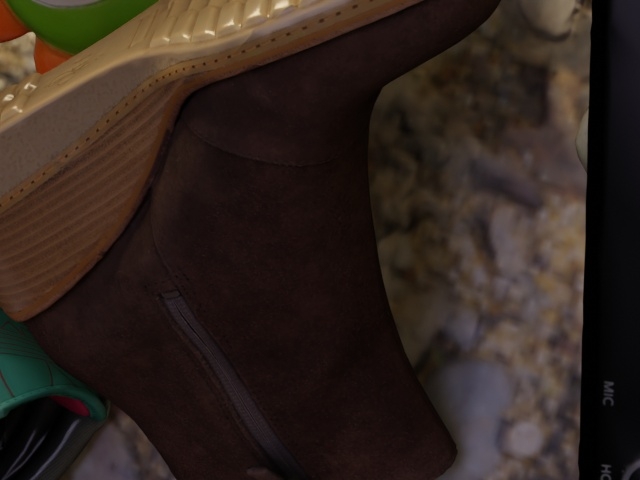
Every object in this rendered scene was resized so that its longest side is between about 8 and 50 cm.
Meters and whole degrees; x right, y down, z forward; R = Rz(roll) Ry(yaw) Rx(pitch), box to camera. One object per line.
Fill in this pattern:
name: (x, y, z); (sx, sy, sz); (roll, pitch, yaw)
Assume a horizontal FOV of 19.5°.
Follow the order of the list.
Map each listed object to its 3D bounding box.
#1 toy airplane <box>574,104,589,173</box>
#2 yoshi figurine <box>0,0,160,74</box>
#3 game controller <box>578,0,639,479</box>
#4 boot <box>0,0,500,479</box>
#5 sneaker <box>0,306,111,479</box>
toy airplane: (0.162, -0.159, 0.500); (0.386, 0.272, 0.384); (-36, 79, -7)
yoshi figurine: (-0.119, -0.205, 0.733); (0.362, 0.203, 0.203); (30, 133, 1)
game controller: (0.135, 0.051, 0.366); (0.166, 0.067, 0.319); (1, 100, 7)
boot: (0.000, 0.000, 0.682); (0.248, 0.090, 0.207); (-23, 116, 29)
sneaker: (-0.165, 0.015, 0.796); (0.178, 0.124, 0.296); (24, 109, 38)
